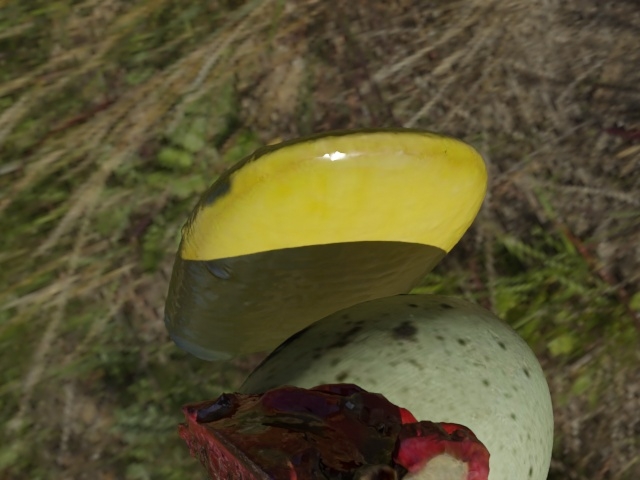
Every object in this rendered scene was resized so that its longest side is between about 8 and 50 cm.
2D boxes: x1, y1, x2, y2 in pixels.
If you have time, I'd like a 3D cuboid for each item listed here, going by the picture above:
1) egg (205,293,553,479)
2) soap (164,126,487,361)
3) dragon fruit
[{"bbox_3d":[0.060,0.198,1.379,0.288,0.379,0.287,20,135,22],"label":"egg"},{"bbox_3d":[-0.001,-0.003,1.567,0.427,0.306,0.115,124,143,-57],"label":"soap"},{"bbox_3d":[0.047,0.157,0.785,0.262,0.134,0.211,56,167,11],"label":"dragon fruit"}]
